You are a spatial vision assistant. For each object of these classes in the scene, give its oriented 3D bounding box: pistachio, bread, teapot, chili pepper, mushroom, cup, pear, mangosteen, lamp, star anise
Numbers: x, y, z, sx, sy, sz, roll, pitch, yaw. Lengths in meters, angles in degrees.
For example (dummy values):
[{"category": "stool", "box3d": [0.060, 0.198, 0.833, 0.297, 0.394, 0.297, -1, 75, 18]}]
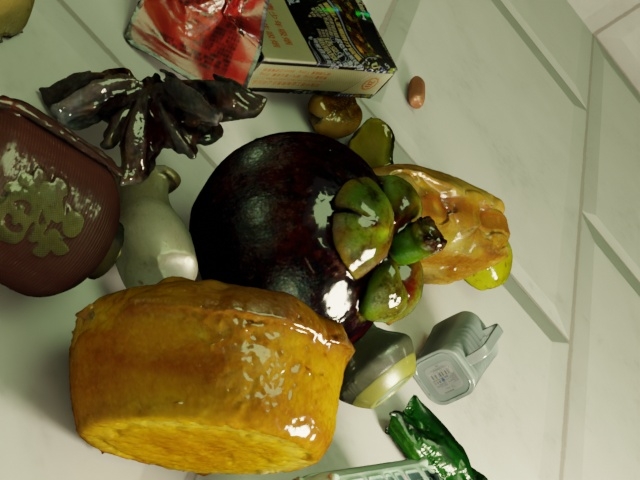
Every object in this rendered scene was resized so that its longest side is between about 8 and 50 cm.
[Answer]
[{"category": "pistachio", "box3d": [0.082, -0.145, 2.036, 0.089, 0.049, 0.173, 46, 38, -8]}, {"category": "bread", "box3d": [-0.112, 0.147, 1.267, 0.312, 0.312, 0.172, 24, 61, -44]}, {"category": "teapot", "box3d": [0.049, 0.170, 1.644, 0.166, 0.130, 0.119, -33, 74, -29]}, {"category": "bread", "box3d": [0.159, -0.032, 1.907, 0.344, 0.195, 0.148, 15, 56, -53]}, {"category": "chili pepper", "box3d": [0.176, 0.316, 1.737, 0.224, 0.061, 0.098, 52, 37, -14]}, {"category": "mushroom", "box3d": [-0.205, -0.014, 1.444, 0.088, 0.097, 0.212, 51, 18, -43]}, {"category": "cup", "box3d": [0.222, 0.177, 1.866, 0.095, 0.128, 0.129, 55, 33, -8]}, {"category": "pear", "box3d": [0.284, 0.024, 2.118, 0.107, 0.107, 0.131, 0, 66, -56]}, {"category": "mangosteen", "box3d": [-0.014, -0.001, 1.509, 0.300, 0.300, 0.300, 36, 37, -33]}, {"category": "lamp", "box3d": [-0.308, -0.044, 1.243, 0.258, 0.180, 0.180, 32, 39, -36]}, {"category": "star anise", "box3d": [-0.209, -0.157, 1.466, 0.283, 0.129, 0.212, 8, 23, 0]}]

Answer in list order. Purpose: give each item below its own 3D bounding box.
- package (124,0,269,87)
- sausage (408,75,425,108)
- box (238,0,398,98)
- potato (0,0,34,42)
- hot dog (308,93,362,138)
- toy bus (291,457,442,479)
[{"category": "package", "box3d": [-0.156, -0.357, 1.756, 0.194, 0.071, 0.269, 23, 62, -7]}, {"category": "sausage", "box3d": [0.187, -0.288, 2.333, 0.034, 0.034, 0.083, 42, 33, -25]}, {"category": "box", "box3d": [-0.039, -0.335, 1.932, 0.310, 0.084, 0.198, -4, 60, -45]}, {"category": "potato", "box3d": [-0.407, -0.339, 1.437, 0.202, 0.117, 0.182, 35, 34, -32]}, {"category": "hot dog", "box3d": [0.026, -0.215, 2.011, 0.140, 0.060, 0.090, -33, 92, -50]}, {"category": "toy bus", "box3d": [0.068, 0.356, 1.468, 0.276, 0.134, 0.164, 6, 58, -54]}]
